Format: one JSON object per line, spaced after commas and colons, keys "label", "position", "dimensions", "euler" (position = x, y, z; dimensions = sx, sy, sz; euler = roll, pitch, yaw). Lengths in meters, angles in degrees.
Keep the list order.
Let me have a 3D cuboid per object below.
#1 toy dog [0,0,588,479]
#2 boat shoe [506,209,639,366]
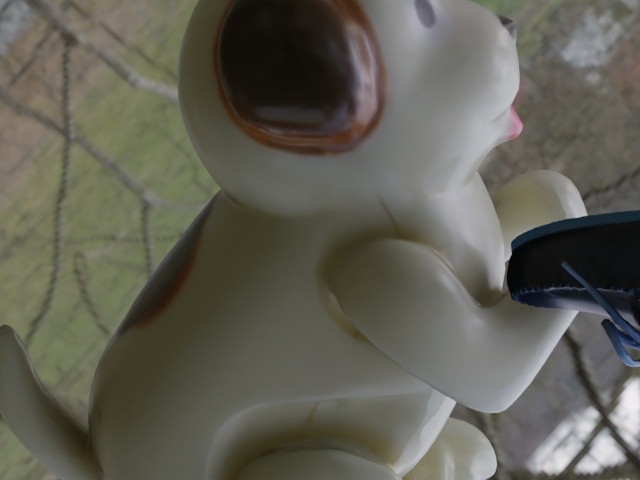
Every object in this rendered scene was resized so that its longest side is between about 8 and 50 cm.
{"label": "toy dog", "position": [0.000, 0.000, 1.034], "dimensions": [0.284, 0.395, 0.408], "euler": [-58, 159, -66]}
{"label": "boat shoe", "position": [0.195, 0.030, 0.807], "dimensions": [0.258, 0.109, 0.089], "euler": [-6, -100, 52]}
